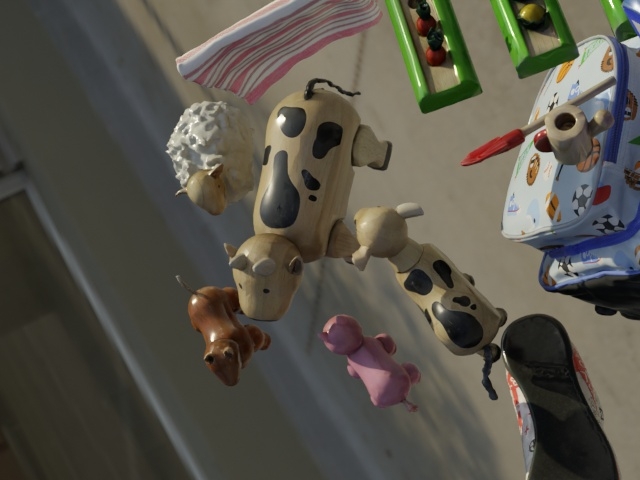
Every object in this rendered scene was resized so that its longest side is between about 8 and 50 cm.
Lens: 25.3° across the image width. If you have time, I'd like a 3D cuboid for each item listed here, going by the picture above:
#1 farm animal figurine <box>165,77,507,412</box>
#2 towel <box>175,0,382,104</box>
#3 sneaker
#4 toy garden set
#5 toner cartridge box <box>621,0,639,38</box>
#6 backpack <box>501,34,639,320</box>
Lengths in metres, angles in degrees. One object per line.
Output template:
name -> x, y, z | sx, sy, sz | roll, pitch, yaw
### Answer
farm animal figurine -> 0.000, 0.000, 1.342 | 0.172, 0.330, 0.326 | 25, -121, -65
towel -> -0.025, -0.157, 1.118 | 0.029, 0.144, 0.197 | 61, -170, 3
sneaker -> 0.241, 0.213, 1.359 | 0.145, 0.090, 0.270 | 56, -160, -51
toy garden set -> 0.173, -0.139, 0.915 | 0.049, 0.244, 0.203 | 57, -164, -56
toner cartridge box -> 0.331, -0.181, 0.743 | 0.165, 0.348, 0.075 | 44, -178, -45
backpack -> 0.292, -0.077, 1.250 | 0.213, 0.263, 0.276 | 26, 166, -18
